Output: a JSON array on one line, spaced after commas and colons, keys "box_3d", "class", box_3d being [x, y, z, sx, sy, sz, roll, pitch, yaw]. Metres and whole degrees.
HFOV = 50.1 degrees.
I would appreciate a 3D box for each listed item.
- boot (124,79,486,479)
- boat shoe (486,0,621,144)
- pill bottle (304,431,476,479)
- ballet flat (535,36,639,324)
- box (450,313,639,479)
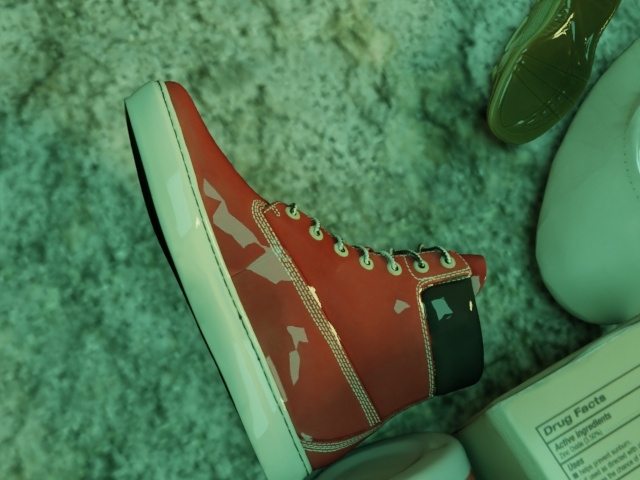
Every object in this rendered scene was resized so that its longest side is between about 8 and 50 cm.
[{"box_3d": [0.000, 0.000, 0.411, 0.176, 0.088, 0.244, -25, 96, -12], "class": "boot"}, {"box_3d": [0.157, -0.134, 0.476, 0.056, 0.048, 0.153, 28, 86, -18], "class": "boat shoe"}, {"box_3d": [0.059, 0.218, 0.382, 0.108, 0.108, 0.193, -18, 87, -11], "class": "pill bottle"}, {"box_3d": [0.289, -0.115, 0.447, 0.139, 0.139, 0.400, 42, 79, -3], "class": "ballet flat"}, {"box_3d": [0.199, 0.166, 0.369, 0.149, 0.127, 0.232, -26, 70, -12], "class": "box"}]
